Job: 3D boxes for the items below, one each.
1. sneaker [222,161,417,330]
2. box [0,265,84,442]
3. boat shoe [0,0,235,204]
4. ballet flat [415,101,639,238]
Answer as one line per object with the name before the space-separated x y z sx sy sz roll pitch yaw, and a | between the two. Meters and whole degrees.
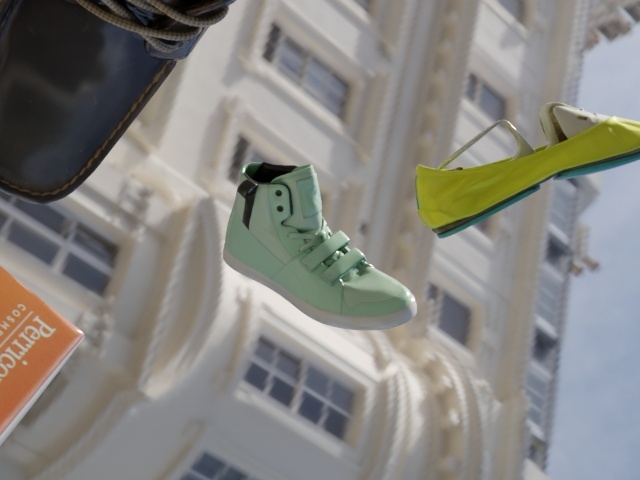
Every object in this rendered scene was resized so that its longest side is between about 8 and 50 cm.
sneaker | -0.001 0.000 1.542 0.256 0.151 0.094 24 -143 23
box | -0.326 0.039 0.632 0.168 0.345 0.215 -47 -173 37
boat shoe | -0.098 -0.167 0.698 0.355 0.132 0.130 -63 -149 19
ballet flat | 0.188 -0.076 1.171 0.231 0.077 0.077 -21 -178 -3
